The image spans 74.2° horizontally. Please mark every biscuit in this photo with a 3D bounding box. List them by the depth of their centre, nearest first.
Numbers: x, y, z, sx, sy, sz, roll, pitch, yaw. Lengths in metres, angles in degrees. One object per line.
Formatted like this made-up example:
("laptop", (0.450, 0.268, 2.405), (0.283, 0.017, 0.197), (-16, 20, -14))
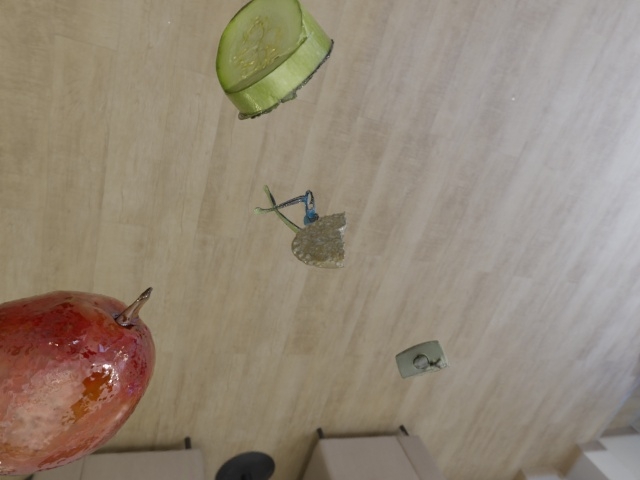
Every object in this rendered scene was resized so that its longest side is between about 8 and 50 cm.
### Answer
("biscuit", (-0.003, -0.001, 0.977), (0.133, 0.250, 0.032), (-8, 117, 9))

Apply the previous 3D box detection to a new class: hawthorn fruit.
("hawthorn fruit", (-0.266, 0.127, 0.455), (0.225, 0.196, 0.196), (-38, 122, 0))

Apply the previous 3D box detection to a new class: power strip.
("power strip", (0.203, 0.229, 0.800), (0.080, 0.048, 0.286), (-20, 157, 13))

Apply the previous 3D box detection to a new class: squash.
("squash", (-0.091, -0.320, 0.742), (0.220, 0.220, 0.133), (-41, 129, 4))

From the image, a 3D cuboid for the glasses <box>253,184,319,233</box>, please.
("glasses", (-0.077, -0.085, 1.165), (0.207, 0.239, 0.102), (32, 114, -30))
